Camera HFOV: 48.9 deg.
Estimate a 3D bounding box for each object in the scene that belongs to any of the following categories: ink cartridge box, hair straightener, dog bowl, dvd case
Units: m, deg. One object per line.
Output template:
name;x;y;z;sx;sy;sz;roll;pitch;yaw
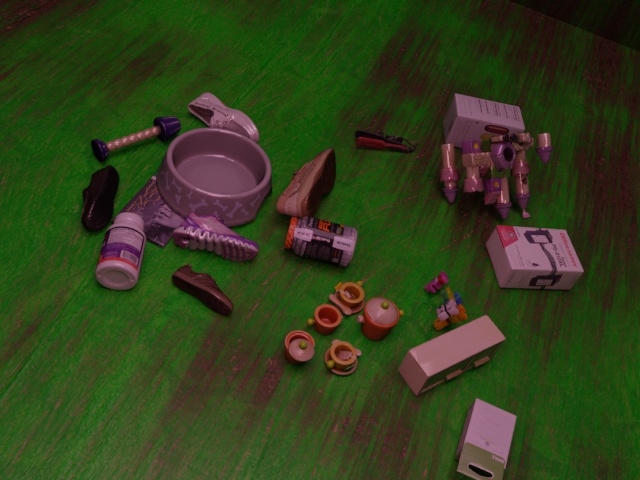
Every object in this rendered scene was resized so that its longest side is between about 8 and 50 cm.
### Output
ink cartridge box;0.390;0.495;1.685;0.108;0.062;0.209;24;48;6
hair straightener;0.226;-0.348;2.394;0.230;0.047;0.089;4;49;-12
dog bowl;-0.301;-0.198;2.064;0.348;0.102;0.349;10;45;-10
dvd case;-0.458;-0.087;1.993;0.164;0.018;0.221;25;47;6
ink cartridge box;0.643;0.052;2.120;0.237;0.100;0.172;3;49;-13

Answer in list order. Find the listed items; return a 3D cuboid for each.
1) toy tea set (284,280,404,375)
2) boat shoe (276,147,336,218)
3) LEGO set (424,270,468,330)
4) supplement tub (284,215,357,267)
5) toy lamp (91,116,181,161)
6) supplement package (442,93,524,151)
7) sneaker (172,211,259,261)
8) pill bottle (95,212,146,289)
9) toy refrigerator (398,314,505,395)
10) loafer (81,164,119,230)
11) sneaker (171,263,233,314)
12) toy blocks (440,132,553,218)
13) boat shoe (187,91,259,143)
toy tea set;0.059;0.216;1.796;0.200;0.124;0.336;37;50;17
boat shoe;-0.037;-0.184;2.126;0.110;0.122;0.341;4;32;18
LEGO set;0.337;0.185;1.928;0.087;0.093;0.227;50;15;-16
supplement tub;0.000;0.000;1.977;0.190;0.117;0.117;14;47;-4
toy lamp;-0.549;-0.312;2.128;0.274;0.080;0.080;-29;62;-31
supplement package;0.571;-0.404;2.478;0.243;0.139;0.134;10;46;-6
sneaker;-0.278;-0.018;1.924;0.236;0.095;0.105;15;53;-1
pill bottle;-0.510;0.023;1.820;0.108;0.108;0.194;8;47;-9
toy refrigerator;0.343;0.298;1.820;0.269;0.102;0.094;-19;57;-29
loafer;-0.617;-0.111;1.943;0.078;0.080;0.220;-11;46;19
sneaker;-0.293;0.119;1.825;0.188;0.066;0.071;31;48;11
toy blocks;0.570;-0.192;2.222;0.288;0.309;0.260;-6;93;-30
boat shoe;-0.313;-0.372;2.238;0.277;0.098;0.096;34;49;27
